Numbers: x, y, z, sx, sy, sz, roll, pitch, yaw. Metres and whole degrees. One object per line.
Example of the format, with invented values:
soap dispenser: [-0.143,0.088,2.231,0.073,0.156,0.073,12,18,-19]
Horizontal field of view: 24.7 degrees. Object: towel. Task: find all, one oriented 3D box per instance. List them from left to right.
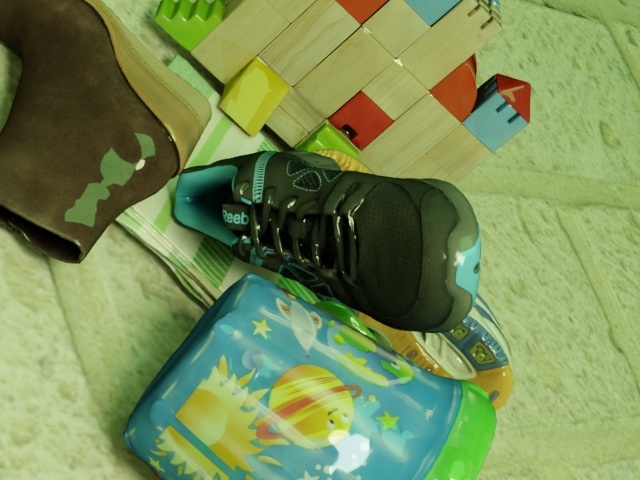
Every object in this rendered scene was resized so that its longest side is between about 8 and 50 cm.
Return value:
towel: [-0.065,-0.003,1.370,0.325,0.038,0.248,44,35,-13]

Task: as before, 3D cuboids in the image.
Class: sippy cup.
sippy cup: [-0.021,0.153,1.137,0.224,0.240,0.305,37,-9,-6]

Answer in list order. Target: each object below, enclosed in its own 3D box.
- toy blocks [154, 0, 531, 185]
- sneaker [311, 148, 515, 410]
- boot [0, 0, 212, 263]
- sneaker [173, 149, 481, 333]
toy blocks: [0.066,-0.192,1.463,0.381,0.261,0.190,42,25,-20]
sneaker: [0.075,0.040,1.396,0.296,0.112,0.131,54,16,0]
boot: [-0.233,-0.111,1.211,0.248,0.090,0.207,34,51,9]
sneaker: [0.000,0.000,1.181,0.140,0.341,0.125,0,99,-31]
